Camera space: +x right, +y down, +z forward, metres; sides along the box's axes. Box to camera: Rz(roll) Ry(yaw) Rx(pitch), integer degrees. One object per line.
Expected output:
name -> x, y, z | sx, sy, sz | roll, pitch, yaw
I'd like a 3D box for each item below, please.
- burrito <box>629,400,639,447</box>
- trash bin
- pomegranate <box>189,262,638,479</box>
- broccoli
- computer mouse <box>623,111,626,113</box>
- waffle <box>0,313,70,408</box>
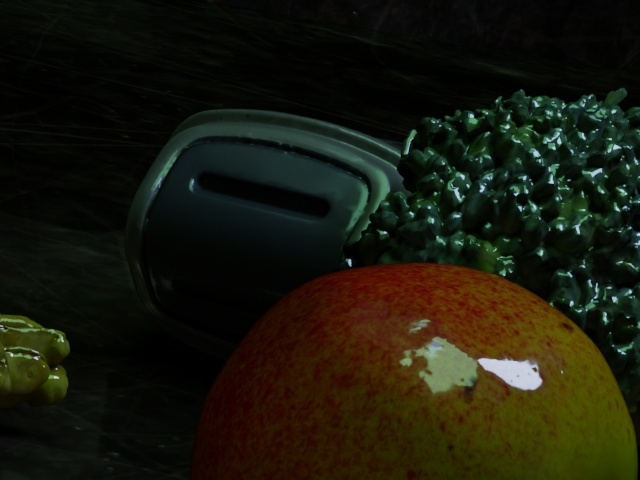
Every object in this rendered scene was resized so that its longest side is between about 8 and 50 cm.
burrito -> 0.324, 0.064, 1.312 | 0.348, 0.107, 0.175 | -22, 24, 42
trash bin -> 0.000, 0.000, 1.451 | 0.209, 0.182, 0.290 | 13, 7, 22
pomegranate -> 0.059, 0.123, 0.944 | 0.257, 0.221, 0.221 | 30, 21, 32
broccoli -> 0.141, 0.040, 1.285 | 0.288, 0.245, 0.248 | -11, 52, -9
computer mouse -> 0.284, -0.009, 1.512 | 0.323, 0.116, 0.183 | 30, -15, -2
waffle -> -0.300, 0.064, 1.173 | 0.293, 0.069, 0.260 | 15, 11, 23
